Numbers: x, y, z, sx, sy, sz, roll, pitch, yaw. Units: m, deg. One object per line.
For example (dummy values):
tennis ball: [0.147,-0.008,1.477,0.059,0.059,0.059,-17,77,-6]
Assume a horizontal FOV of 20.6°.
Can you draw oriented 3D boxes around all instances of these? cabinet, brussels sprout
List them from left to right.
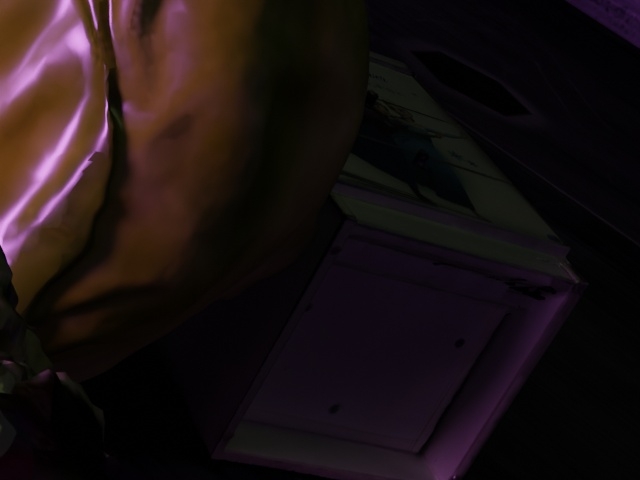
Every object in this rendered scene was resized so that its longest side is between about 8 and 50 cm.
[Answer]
brussels sprout: [-0.123,-0.071,0.705,0.259,0.294,0.227,35,-6,16]
cabinet: [0.000,0.000,0.876,0.145,0.150,0.206,15,25,-35]

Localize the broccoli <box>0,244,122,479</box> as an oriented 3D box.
broccoli: [-0.053,0.124,0.532,0.304,0.165,0.145,34,14,-34]
